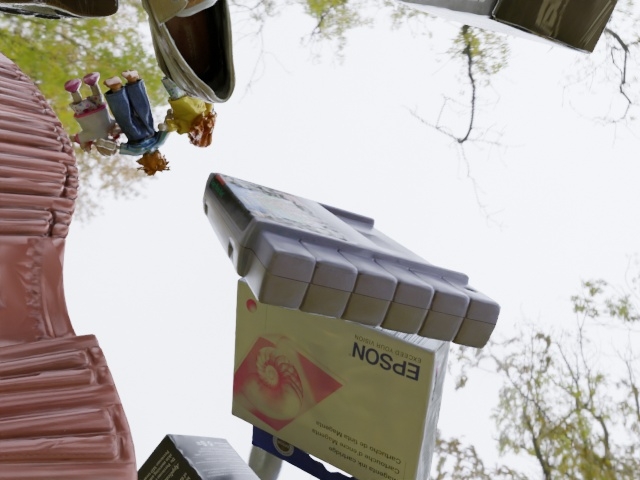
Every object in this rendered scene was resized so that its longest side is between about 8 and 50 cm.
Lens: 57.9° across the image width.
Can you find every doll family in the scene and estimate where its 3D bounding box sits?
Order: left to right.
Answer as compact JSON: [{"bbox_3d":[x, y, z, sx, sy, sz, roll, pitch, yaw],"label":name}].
[{"bbox_3d":[-0.255,-0.190,0.902,0.118,0.263,0.163,48,-22,42],"label":"doll family"}]

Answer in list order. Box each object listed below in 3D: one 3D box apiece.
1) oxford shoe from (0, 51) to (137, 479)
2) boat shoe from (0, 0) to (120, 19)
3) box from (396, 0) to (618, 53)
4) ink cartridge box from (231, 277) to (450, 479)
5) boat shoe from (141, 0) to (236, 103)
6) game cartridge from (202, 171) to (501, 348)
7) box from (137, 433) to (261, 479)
[{"bbox_3d":[-0.232,0.027,0.354,0.146,0.140,0.397,-44,-125,35],"label":"oxford shoe"},{"bbox_3d":[-0.294,-0.268,0.621,0.049,0.152,0.056,5,-80,42],"label":"boat shoe"},{"bbox_3d":[0.199,-0.361,0.536,0.097,0.395,0.318,14,-67,-10],"label":"box"},{"bbox_3d":[0.009,0.242,0.847,0.324,0.071,0.330,15,-70,31],"label":"ink cartridge box"},{"bbox_3d":[-0.149,-0.286,0.633,0.103,0.113,0.302,43,-20,30],"label":"boat shoe"},{"bbox_3d":[0.000,0.000,0.626,0.230,0.355,0.068,19,-81,-23],"label":"game cartridge"},{"bbox_3d":[-0.204,0.538,0.885,0.312,0.179,0.343,38,-92,32],"label":"box"}]
